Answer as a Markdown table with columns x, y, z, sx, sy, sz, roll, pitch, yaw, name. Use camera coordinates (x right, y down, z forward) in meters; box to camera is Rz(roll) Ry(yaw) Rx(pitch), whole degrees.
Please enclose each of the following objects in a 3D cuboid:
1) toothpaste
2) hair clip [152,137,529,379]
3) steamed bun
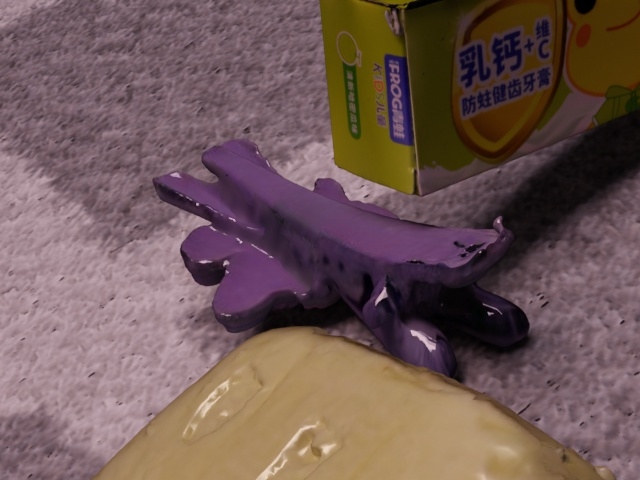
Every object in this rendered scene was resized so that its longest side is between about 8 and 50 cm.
| x | y | z | sx | sy | sz | roll | pitch | yaw | name |
| --- | --- | --- | --- | --- | --- | --- | --- | --- | --- |
| 0.148 | -0.130 | 1.053 | 0.327 | 0.110 | 0.077 | -22 | 29 | -32 | toothpaste |
| 0.006 | 0.013 | 1.034 | 0.137 | 0.090 | 0.278 | -34 | 31 | -26 | hair clip |
| 0.001 | 0.166 | 0.746 | 0.232 | 0.166 | 0.273 | -49 | 34 | -17 | steamed bun |
